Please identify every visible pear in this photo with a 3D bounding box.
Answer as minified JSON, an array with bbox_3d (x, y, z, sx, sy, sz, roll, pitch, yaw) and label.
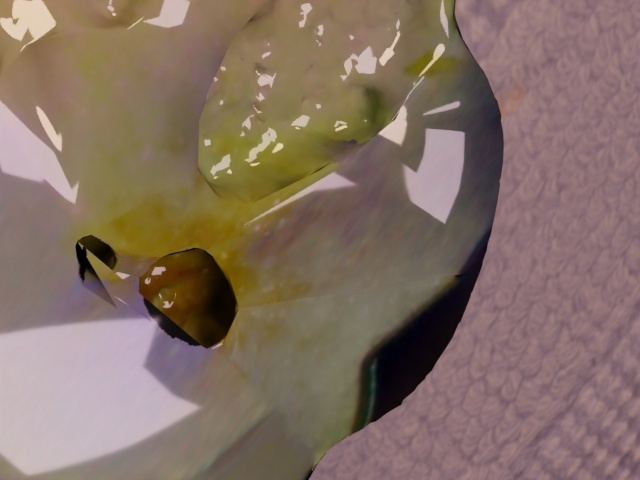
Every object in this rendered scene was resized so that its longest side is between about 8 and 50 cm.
[{"bbox_3d":[-0.116,-0.014,0.759,0.398,0.165,0.399,-18,122,-31],"label":"pear"}]
